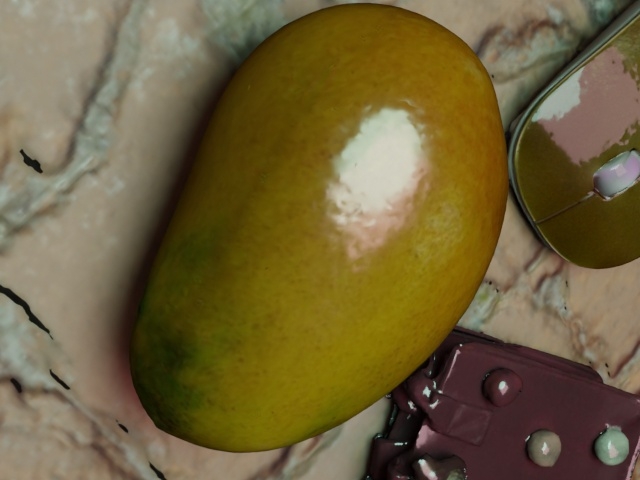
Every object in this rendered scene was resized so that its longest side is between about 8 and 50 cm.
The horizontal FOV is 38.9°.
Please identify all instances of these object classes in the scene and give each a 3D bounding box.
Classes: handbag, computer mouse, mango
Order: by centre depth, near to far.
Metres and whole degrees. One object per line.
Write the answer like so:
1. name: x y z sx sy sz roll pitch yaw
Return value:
1. mango: 0.007 0.000 0.492 0.176 0.139 0.254 22 97 -20
2. handbag: 0.125 0.175 0.635 0.216 0.074 0.203 19 90 -32
3. computer mouse: 0.262 -0.114 0.653 0.310 0.072 0.158 -43 117 -15
